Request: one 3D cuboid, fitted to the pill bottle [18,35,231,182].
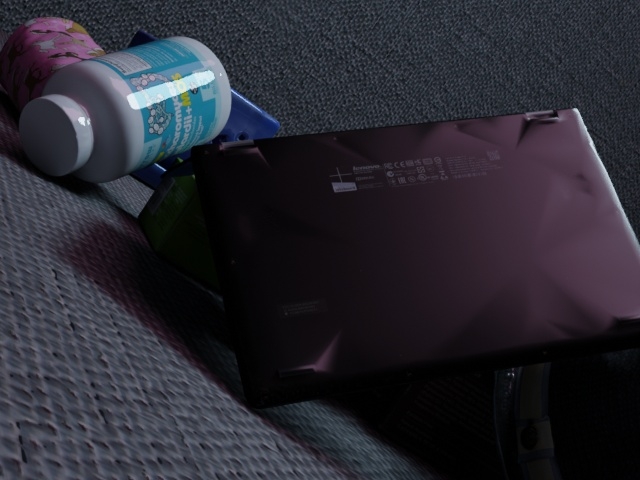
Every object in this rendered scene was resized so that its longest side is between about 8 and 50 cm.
[{"bbox_3d":[-0.238,-0.156,1.364,0.146,0.146,0.264,35,35,17],"label":"pill bottle"}]

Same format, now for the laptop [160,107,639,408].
[{"bbox_3d":[0.066,0.003,1.104,0.236,0.382,0.407,103,-24,-54],"label":"laptop"}]

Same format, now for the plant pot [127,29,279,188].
[{"bbox_3d":[-0.247,-0.197,1.908,0.236,0.212,0.236,34,3,-29],"label":"plant pot"}]

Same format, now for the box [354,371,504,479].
[{"bbox_3d":[0.156,0.129,1.209,0.167,0.203,0.168,34,4,-19],"label":"box"}]

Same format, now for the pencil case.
[{"bbox_3d":[-0.362,-0.226,1.647,0.167,0.160,0.386,33,3,-34],"label":"pencil case"}]

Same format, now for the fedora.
[{"bbox_3d":[0.306,0.173,1.019,0.334,0.334,0.152,33,-41,-23],"label":"fedora"}]

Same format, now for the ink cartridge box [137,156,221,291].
[{"bbox_3d":[-0.086,0.017,1.382,0.255,0.097,0.189,32,4,-20],"label":"ink cartridge box"}]
